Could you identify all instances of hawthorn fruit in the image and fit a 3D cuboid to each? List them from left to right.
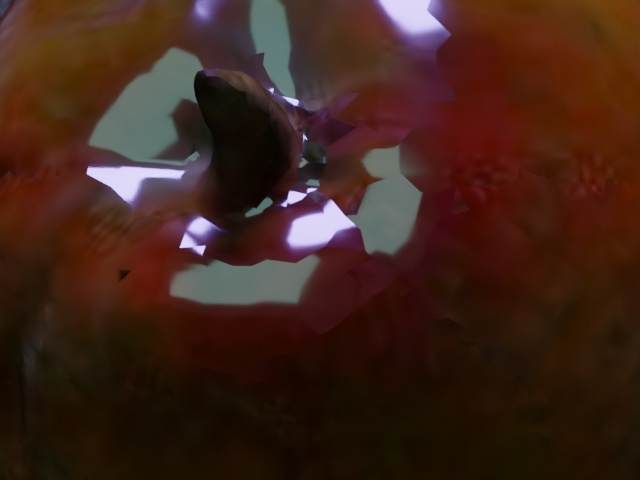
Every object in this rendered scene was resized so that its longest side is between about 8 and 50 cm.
[{"bbox_3d":[0.000,0.000,0.529,0.277,0.298,0.277,-4,73,13],"label":"hawthorn fruit"}]
